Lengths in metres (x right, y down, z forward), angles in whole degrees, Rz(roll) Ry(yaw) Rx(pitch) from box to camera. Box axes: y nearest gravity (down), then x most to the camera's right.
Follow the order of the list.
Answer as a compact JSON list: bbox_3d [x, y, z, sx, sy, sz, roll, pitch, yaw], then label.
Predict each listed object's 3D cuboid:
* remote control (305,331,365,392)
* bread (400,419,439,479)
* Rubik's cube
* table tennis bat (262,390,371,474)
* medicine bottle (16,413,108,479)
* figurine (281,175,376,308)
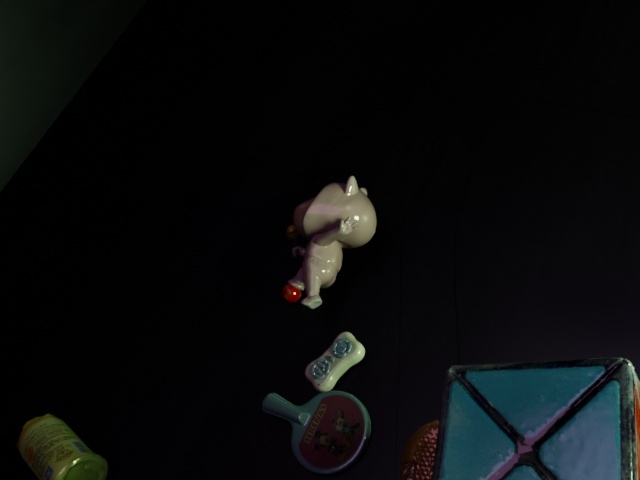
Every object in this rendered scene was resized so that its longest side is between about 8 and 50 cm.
[{"bbox_3d":[0.027,0.233,1.430,0.122,0.032,0.074,-46,42,-3],"label":"remote control"},{"bbox_3d":[0.180,0.374,1.162,0.114,0.077,0.189,1,53,14],"label":"bread"},{"bbox_3d":[0.302,0.321,0.974,0.260,0.255,0.259,-12,49,30],"label":"Rubik's cube"},{"bbox_3d":[-0.014,0.337,1.375,0.244,0.040,0.153,16,67,39],"label":"table tennis bat"},{"bbox_3d":[-0.569,0.472,1.624,0.238,0.124,0.124,20,69,46],"label":"medicine bottle"},{"bbox_3d":[0.000,0.000,1.555,0.186,0.176,0.288,22,84,20],"label":"figurine"}]
